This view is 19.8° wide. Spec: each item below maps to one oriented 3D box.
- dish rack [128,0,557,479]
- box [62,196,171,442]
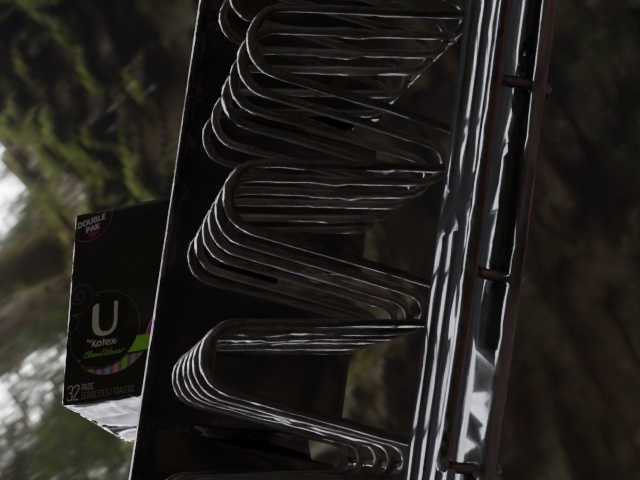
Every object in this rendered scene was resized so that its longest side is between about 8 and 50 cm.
[{"bbox_3d":[0.000,0.000,0.472,0.074,0.271,0.208,7,-97,-8],"label":"dish rack"},{"bbox_3d":[-0.063,0.031,0.732,0.052,0.062,0.083,44,-138,-56],"label":"box"}]
